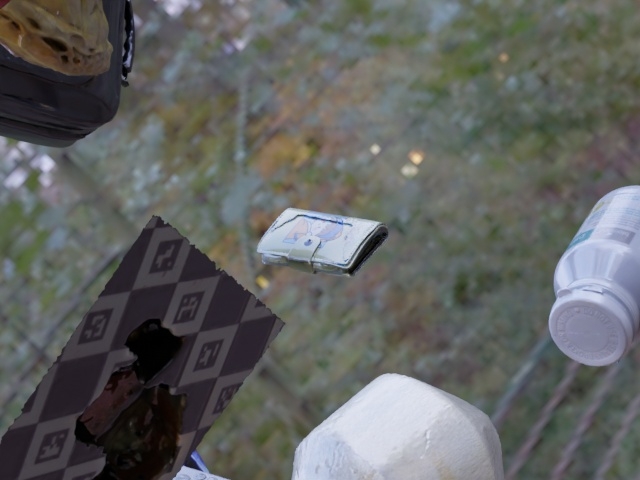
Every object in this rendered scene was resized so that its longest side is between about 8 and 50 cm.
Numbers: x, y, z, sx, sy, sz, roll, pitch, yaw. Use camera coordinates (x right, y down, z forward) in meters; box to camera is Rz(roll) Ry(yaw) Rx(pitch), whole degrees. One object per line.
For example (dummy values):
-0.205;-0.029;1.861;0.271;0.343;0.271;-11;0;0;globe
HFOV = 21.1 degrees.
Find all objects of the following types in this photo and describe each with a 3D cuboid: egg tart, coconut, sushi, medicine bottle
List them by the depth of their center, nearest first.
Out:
-0.182;0.129;1.468;0.294;0.059;0.292;-54;-28;-3;sushi
-0.315;-0.271;1.486;0.153;0.351;0.339;-55;7;-1;egg tart
0.335;0.043;1.928;0.135;0.135;0.215;-47;2;44;medicine bottle
0.108;0.283;2.074;0.266;0.237;0.237;-36;-7;-35;coconut

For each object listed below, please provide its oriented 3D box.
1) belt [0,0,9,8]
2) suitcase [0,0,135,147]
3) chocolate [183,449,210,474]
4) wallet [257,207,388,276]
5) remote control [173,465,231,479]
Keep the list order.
-0.272;-0.288;1.177;0.227;0.115;0.324;-60;38;20;belt
-0.397;-0.307;2.189;0.188;0.339;0.345;-26;57;51;suitcase
-0.173;0.381;2.261;0.126;0.343;0.148;-29;12;-22;chocolate
0.000;0.000;2.336;0.155;0.039;0.110;9;41;33;wallet
-0.129;0.279;1.898;0.050;0.184;0.027;-47;-37;-51;remote control
